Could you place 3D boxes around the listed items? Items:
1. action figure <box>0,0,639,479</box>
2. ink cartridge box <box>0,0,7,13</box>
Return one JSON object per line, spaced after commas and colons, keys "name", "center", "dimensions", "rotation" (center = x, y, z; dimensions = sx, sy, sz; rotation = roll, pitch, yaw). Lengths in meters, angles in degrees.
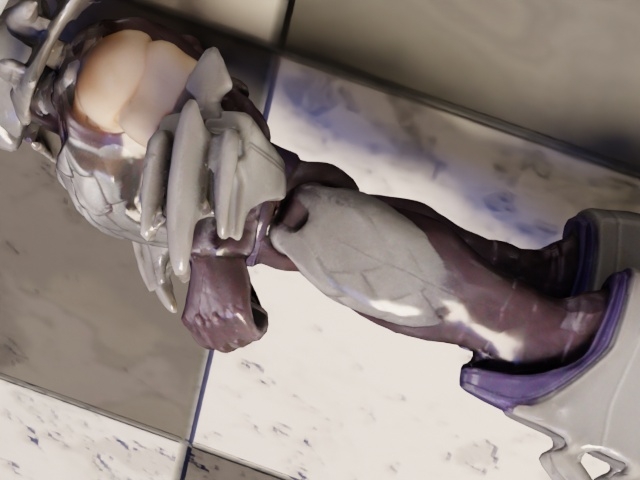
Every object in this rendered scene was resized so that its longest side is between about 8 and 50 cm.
{"name": "action figure", "center": [0.000, 0.000, 0.548], "dimensions": [0.285, 0.099, 0.185], "rotation": [22, -176, -2]}
{"name": "ink cartridge box", "center": [-0.136, -0.104, 0.452], "dimensions": [0.145, 0.045, 0.179], "rotation": [39, 126, 2]}
